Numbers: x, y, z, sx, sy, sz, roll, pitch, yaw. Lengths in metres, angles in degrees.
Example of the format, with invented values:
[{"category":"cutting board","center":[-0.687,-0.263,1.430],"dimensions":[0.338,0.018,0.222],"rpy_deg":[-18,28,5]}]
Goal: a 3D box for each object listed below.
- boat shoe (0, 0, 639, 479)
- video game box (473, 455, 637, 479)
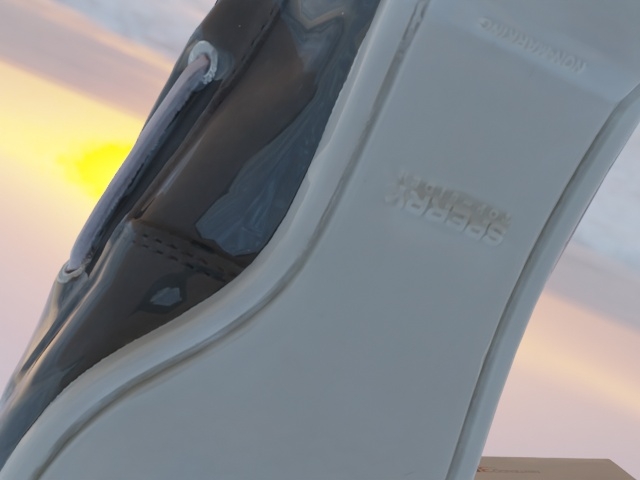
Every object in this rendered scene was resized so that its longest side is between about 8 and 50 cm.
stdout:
[{"category":"boat shoe","center":[0.000,0.000,0.497],"dimensions":[0.112,0.335,0.095],"rpy_deg":[29,-168,-23]},{"category":"video game box","center":[0.062,0.206,1.031],"dimensions":[0.205,0.187,0.048],"rpy_deg":[5,-160,-30]}]
